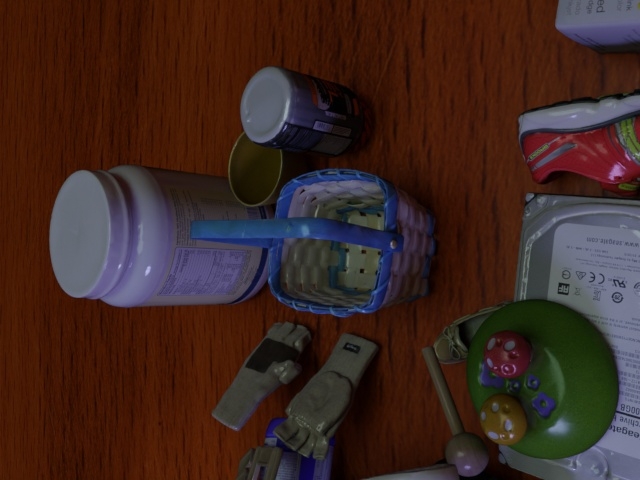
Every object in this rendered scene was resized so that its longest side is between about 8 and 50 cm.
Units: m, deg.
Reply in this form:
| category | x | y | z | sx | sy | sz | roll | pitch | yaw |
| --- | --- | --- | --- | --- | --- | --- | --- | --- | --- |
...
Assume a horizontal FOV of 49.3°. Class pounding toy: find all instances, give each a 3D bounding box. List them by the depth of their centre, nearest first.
| category | x | y | z | sx | sy | sz | roll | pitch | yaw |
| --- | --- | --- | --- | --- | --- | --- | --- | --- | --- |
| pounding toy | 0.202 | 0.170 | 0.791 | 0.237 | 0.110 | 0.182 | -33 | 67 | 39 |

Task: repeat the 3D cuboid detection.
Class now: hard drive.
| category | x | y | z | sx | sy | sz | roll | pitch | yaw |
| --- | --- | --- | --- | --- | --- | --- | --- | --- | --- |
| hard drive | 0.330 | 0.120 | 0.787 | 0.237 | 0.064 | 0.338 | 10 | 97 | 44 |

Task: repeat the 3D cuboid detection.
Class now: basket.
| category | x | y | z | sx | sy | sz | roll | pitch | yaw |
| --- | --- | --- | --- | --- | --- | --- | --- | --- | --- |
| basket | 0.000 | 0.000 | 0.959 | 0.255 | 0.289 | 0.201 | 3 | 90 | 43 |

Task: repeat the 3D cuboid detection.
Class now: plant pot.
| category | x | y | z | sx | sy | sz | roll | pitch | yaw |
| --- | --- | --- | --- | --- | --- | --- | --- | --- | --- |
| plant pot | -0.077 | -0.120 | 1.175 | 0.134 | 0.095 | 0.134 | -3 | 85 | 43 |

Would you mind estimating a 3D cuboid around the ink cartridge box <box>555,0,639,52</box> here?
| category | x | y | z | sx | sy | sz | roll | pitch | yaw |
| --- | --- | --- | --- | --- | --- | --- | --- | --- | --- |
| ink cartridge box | 0.414 | -0.312 | 0.690 | 0.306 | 0.131 | 0.226 | 12 | 96 | 45 |

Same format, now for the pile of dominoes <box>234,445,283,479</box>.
| category | x | y | z | sx | sy | sz | roll | pitch | yaw |
| --- | --- | --- | --- | --- | --- | --- | --- | --- | --- |
| pile of dominoes | -0.108 | 0.436 | 1.047 | 0.196 | 0.040 | 0.251 | -32 | 39 | 66 |

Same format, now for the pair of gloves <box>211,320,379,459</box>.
| category | x | y | z | sx | sy | sz | roll | pitch | yaw |
| --- | --- | --- | --- | --- | --- | --- | --- | --- | --- |
| pair of gloves | -0.041 | 0.226 | 1.094 | 0.240 | 0.042 | 0.204 | 5 | 52 | 40 |

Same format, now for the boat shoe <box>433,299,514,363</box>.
| category | x | y | z | sx | sy | sz | roll | pitch | yaw |
| --- | --- | --- | --- | --- | --- | --- | --- | --- | --- |
| boat shoe | 0.202 | 0.122 | 0.925 | 0.153 | 0.048 | 0.056 | -32 | 66 | 38 |

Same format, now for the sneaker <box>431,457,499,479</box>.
| category | x | y | z | sx | sy | sz | roll | pitch | yaw |
| --- | --- | --- | --- | --- | --- | --- | --- | --- | --- |
| sneaker | 0.231 | 0.319 | 0.834 | 0.227 | 0.087 | 0.130 | 36 | 139 | 37 |

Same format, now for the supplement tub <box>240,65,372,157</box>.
| category | x | y | z | sx | sy | sz | roll | pitch | yaw |
| --- | --- | --- | --- | --- | --- | --- | --- | --- | --- |
| supplement tub | -0.016 | -0.188 | 1.055 | 0.117 | 0.190 | 0.117 | -2 | 87 | 43 |

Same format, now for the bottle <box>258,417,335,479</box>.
| category | x | y | z | sx | sy | sz | roll | pitch | yaw |
| --- | --- | --- | --- | --- | --- | --- | --- | --- | --- |
| bottle | -0.048 | 0.419 | 1.069 | 0.118 | 0.092 | 0.282 | -17 | 58 | 47 |

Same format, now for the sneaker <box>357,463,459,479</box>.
| category | x | y | z | sx | sy | sz | roll | pitch | yaw |
| --- | --- | --- | --- | --- | --- | --- | --- | --- | --- |
| sneaker | 0.057 | 0.359 | 0.863 | 0.321 | 0.126 | 0.127 | -35 | 58 | 45 |

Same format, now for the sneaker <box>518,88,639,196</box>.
| category | x | y | z | sx | sy | sz | roll | pitch | yaw |
| --- | --- | --- | --- | --- | --- | --- | --- | --- | --- |
| sneaker | 0.357 | -0.109 | 0.775 | 0.279 | 0.107 | 0.118 | 1 | 107 | 47 |

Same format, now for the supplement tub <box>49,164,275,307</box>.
| category | x | y | z | sx | sy | sz | roll | pitch | yaw |
| --- | --- | --- | --- | --- | --- | --- | --- | --- | --- |
| supplement tub | -0.261 | -0.004 | 1.188 | 0.235 | 0.325 | 0.235 | -3 | 85 | 44 |
